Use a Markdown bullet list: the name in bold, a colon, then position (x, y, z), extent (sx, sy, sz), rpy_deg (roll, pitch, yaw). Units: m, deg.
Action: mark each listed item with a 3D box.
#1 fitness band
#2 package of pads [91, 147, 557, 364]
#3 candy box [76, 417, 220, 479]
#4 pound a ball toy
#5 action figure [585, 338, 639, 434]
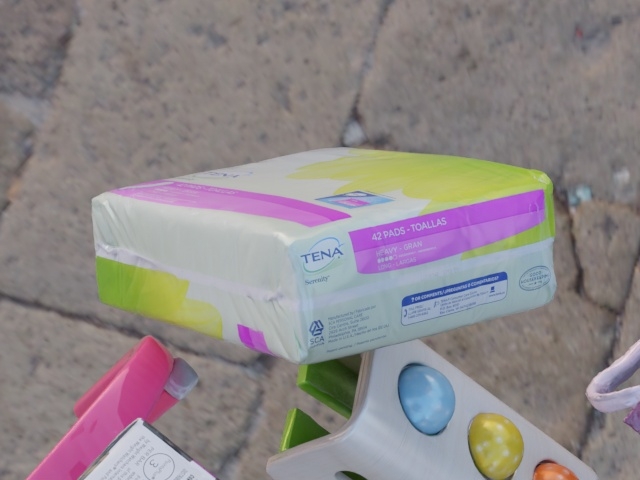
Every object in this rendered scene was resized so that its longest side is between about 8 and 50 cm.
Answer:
- **fitness band**: position (-0.188, 0.173, 1.164), extent (0.054, 0.291, 0.209), rpy_deg (42, 56, -4)
- **package of pads**: position (0.000, 0.000, 1.150), extent (0.296, 0.229, 0.101), rpy_deg (12, 111, 56)
- **candy box**: position (-0.015, 0.205, 0.797), extent (0.233, 0.159, 0.071), rpy_deg (36, 70, 23)
- **pound a ball toy**: position (0.112, 0.218, 1.261), extent (0.136, 0.319, 0.208), rpy_deg (-27, 37, 39)
- **action figure**: position (0.374, 0.092, 1.201), extent (0.276, 0.370, 0.248), rpy_deg (41, 83, 17)
